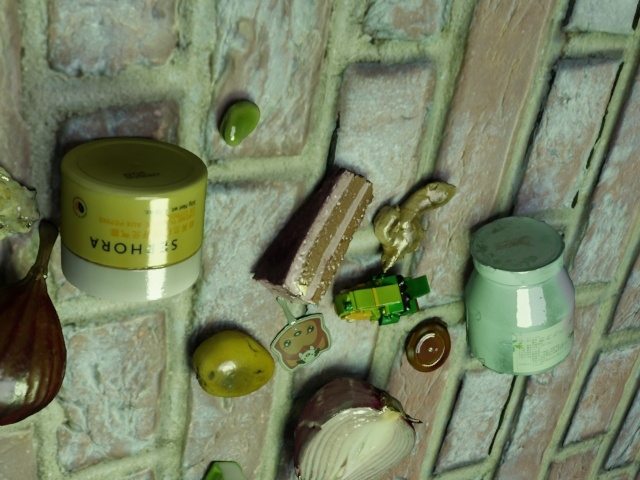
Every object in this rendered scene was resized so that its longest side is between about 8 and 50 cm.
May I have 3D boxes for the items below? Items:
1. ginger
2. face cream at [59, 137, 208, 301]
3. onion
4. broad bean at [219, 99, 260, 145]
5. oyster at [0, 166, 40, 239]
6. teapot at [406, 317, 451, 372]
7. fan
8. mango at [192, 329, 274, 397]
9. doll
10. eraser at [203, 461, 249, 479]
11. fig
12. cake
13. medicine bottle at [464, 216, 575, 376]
[{"bbox_3d":[0.192,-0.039,1.643,0.214,0.059,0.133,-34,123,-11],"label":"ginger"},{"bbox_3d":[-0.288,-0.038,1.235,0.218,0.218,0.179,-7,121,-28],"label":"face cream"},{"bbox_3d":[0.036,0.449,1.800,0.267,0.159,0.348,33,106,-30],"label":"onion"},{"bbox_3d":[-0.136,-0.198,1.344,0.083,0.045,0.063,-51,133,-3],"label":"broad bean"},{"bbox_3d":[-0.509,-0.059,1.186,0.133,0.072,0.209,-37,134,-2],"label":"oyster"},{"bbox_3d":[0.251,0.242,1.855,0.098,0.078,0.129,26,93,1],"label":"teapot"},{"bbox_3d":[-0.050,0.188,1.670,0.132,0.009,0.220,-31,131,-12],"label":"fan"},{"bbox_3d":[-0.164,0.247,1.582,0.195,0.098,0.137,15,106,-43],"label":"mango"},{"bbox_3d":[0.121,0.122,1.662,0.186,0.106,0.134,-10,167,-8],"label":"doll"},{"bbox_3d":[-0.227,0.652,1.734,0.092,0.210,0.274,16,112,-39],"label":"eraser"},{"bbox_3d":[-0.487,0.120,1.259,0.217,0.217,0.320,18,89,-38],"label":"fig"},{"bbox_3d":[0.000,0.000,1.523,0.116,0.113,0.295,32,94,-43],"label":"cake"},{"bbox_3d":[0.436,0.117,1.773,0.245,0.245,0.289,-26,128,-15],"label":"medicine bottle"}]
